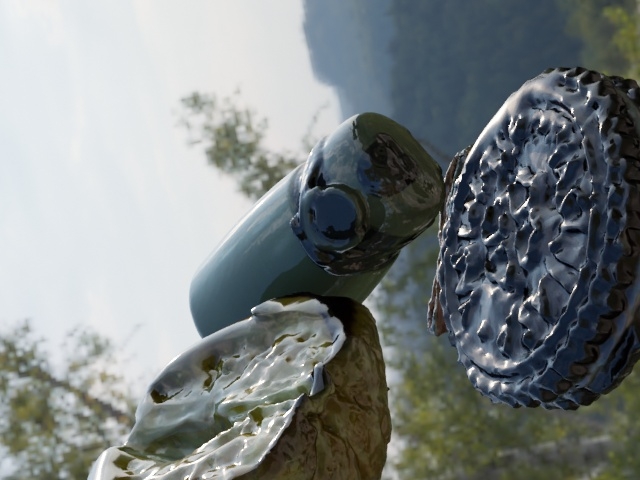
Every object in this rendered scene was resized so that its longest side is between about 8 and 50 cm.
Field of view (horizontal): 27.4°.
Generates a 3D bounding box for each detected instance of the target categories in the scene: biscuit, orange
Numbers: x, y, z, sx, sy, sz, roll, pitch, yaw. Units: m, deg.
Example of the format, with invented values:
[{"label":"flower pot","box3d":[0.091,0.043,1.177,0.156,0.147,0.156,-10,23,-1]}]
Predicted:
[{"label":"biscuit","box3d":[0.126,-0.001,0.713,0.194,0.053,0.194,-170,90,-69]},{"label":"orange","box3d":[-0.067,0.214,1.224,0.210,0.271,0.369,62,-144,-23]}]

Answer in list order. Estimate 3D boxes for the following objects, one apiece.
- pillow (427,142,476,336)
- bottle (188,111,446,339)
[{"label":"pillow","box3d":[0.172,-0.006,1.480,0.126,0.043,0.232,-18,-58,-45]},{"label":"bottle","box3d":[-0.001,0.000,1.397,0.347,0.168,0.168,-47,42,44]}]
